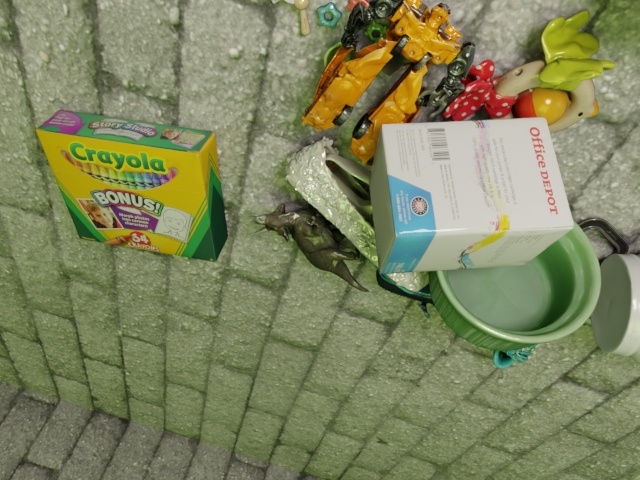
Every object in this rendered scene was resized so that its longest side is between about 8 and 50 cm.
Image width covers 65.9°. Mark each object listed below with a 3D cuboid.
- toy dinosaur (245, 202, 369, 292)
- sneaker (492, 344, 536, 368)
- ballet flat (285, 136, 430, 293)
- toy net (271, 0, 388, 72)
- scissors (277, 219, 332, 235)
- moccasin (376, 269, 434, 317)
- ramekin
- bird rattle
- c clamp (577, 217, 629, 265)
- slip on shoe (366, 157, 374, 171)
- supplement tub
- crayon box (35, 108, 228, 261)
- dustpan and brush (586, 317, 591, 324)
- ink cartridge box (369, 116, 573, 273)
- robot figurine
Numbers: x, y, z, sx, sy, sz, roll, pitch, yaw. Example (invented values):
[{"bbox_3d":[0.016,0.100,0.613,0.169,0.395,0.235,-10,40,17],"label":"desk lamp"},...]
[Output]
[{"bbox_3d":[0.000,0.000,1.129,0.313,0.121,0.160,40,142,-21],"label":"toy dinosaur"},{"bbox_3d":[0.495,0.239,1.186,0.107,0.110,0.275,21,151,5],"label":"sneaker"},{"bbox_3d":[0.104,-0.050,1.011,0.409,0.147,0.147,41,131,-10],"label":"ballet flat"},{"bbox_3d":[0.002,-0.378,0.814,0.232,0.045,0.122,39,131,-21],"label":"toy net"},{"bbox_3d":[0.025,-0.056,1.143,0.297,0.021,0.109,-1,134,18],"label":"scissors"},{"bbox_3d":[0.295,0.126,1.161,0.342,0.137,0.117,13,140,4],"label":"moccasin"},{"bbox_3d":[0.361,0.070,0.972,0.303,0.303,0.148,11,155,5],"label":"ramekin"},{"bbox_3d":[0.343,-0.234,0.811,0.253,0.143,0.207,-23,140,36],"label":"bird rattle"},{"bbox_3d":[0.566,0.011,1.056,0.161,0.022,0.137,32,127,-15],"label":"c clamp"},{"bbox_3d":[0.160,-0.143,0.994,0.135,0.051,0.041,0,128,20],"label":"slip on shoe"},{"bbox_3d":[0.748,0.143,0.975,0.331,0.241,0.241,5,134,10],"label":"supplement tub"},{"bbox_3d":[-0.413,-0.118,1.138,0.363,0.106,0.313,9,135,7],"label":"crayon box"},{"bbox_3d":[0.582,0.169,1.174,0.211,0.060,0.147,7,135,9],"label":"dustpan and brush"},{"bbox_3d":[0.235,-0.069,0.839,0.270,0.198,0.197,-3,159,-2],"label":"ink cartridge box"},{"bbox_3d":[0.103,-0.266,0.804,0.211,0.085,0.291,32,133,-16],"label":"robot figurine"}]
